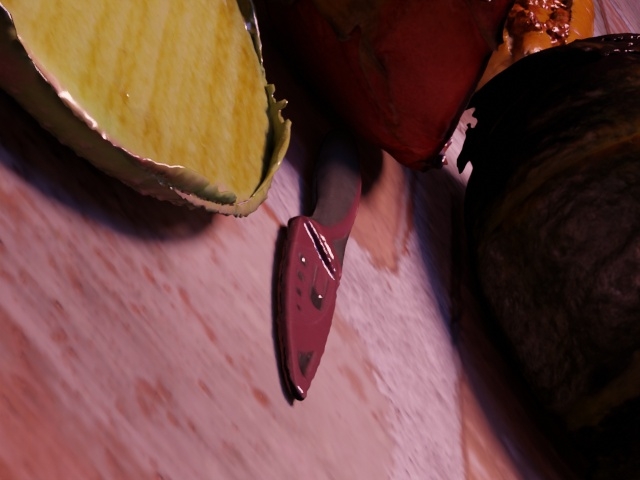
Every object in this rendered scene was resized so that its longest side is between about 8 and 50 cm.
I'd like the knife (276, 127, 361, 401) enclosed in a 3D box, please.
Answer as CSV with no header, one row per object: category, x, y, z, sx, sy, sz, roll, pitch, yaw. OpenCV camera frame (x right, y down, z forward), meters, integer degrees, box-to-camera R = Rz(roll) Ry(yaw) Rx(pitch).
knife,0.000,0.000,0.805,0.035,0.018,0.247,54,19,-19

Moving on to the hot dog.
hot dog,0.157,-0.168,1.372,0.249,0.102,0.076,-65,158,-67

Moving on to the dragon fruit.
dragon fruit,0.031,-0.159,0.934,0.148,0.218,0.223,20,59,-2

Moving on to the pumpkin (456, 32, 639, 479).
pumpkin,0.219,0.026,1.038,0.320,0.192,0.320,41,22,-21

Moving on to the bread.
bread,-0.107,-0.136,0.708,0.301,0.045,0.301,49,22,-28
